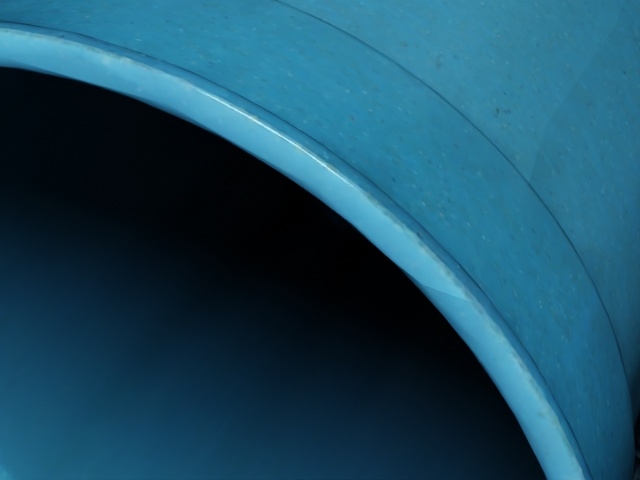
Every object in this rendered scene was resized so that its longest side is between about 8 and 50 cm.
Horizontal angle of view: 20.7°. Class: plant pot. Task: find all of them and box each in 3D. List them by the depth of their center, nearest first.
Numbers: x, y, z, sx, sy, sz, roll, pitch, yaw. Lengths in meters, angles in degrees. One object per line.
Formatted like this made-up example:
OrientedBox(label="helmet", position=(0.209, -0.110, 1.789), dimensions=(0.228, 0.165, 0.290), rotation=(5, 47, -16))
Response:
OrientedBox(label="plant pot", position=(0.000, 0.000, 0.689), dimensions=(0.341, 0.341, 0.334), rotation=(41, 42, -1))
